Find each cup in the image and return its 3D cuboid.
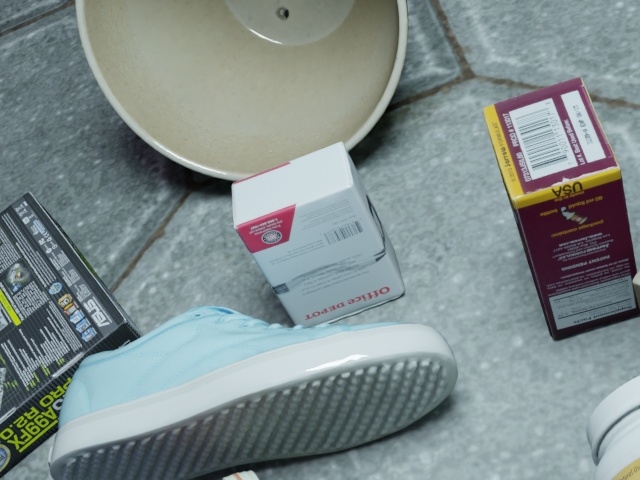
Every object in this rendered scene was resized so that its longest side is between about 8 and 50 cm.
[{"bbox_3d":[-0.058,-0.260,1.063,0.331,0.331,0.237,-10,25,18],"label":"cup"}]

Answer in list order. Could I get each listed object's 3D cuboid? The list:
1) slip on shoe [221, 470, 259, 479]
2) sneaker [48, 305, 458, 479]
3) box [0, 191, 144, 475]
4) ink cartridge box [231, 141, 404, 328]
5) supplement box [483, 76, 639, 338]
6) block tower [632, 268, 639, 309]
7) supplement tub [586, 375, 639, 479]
[{"bbox_3d":[-0.033,0.297,0.684,0.101,0.123,0.331,-23,38,-13],"label":"slip on shoe"},{"bbox_3d":[-0.069,0.104,0.860,0.366,0.135,0.150,-14,52,13],"label":"sneaker"},{"bbox_3d":[-0.327,0.092,1.041,0.216,0.060,0.270,-40,47,-9],"label":"box"},{"bbox_3d":[0.000,0.000,0.902,0.109,0.150,0.063,-20,44,9],"label":"ink cartridge box"},{"bbox_3d":[0.196,-0.021,0.799,0.081,0.188,0.104,-17,48,11],"label":"supplement box"},{"bbox_3d":[0.380,-0.054,0.809,0.091,0.097,0.335,25,68,37],"label":"block tower"},{"bbox_3d":[0.259,0.189,0.629,0.144,0.144,0.199,-20,48,9],"label":"supplement tub"}]
